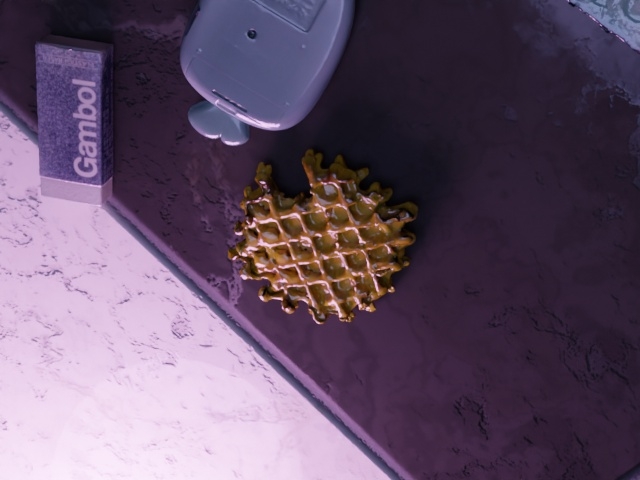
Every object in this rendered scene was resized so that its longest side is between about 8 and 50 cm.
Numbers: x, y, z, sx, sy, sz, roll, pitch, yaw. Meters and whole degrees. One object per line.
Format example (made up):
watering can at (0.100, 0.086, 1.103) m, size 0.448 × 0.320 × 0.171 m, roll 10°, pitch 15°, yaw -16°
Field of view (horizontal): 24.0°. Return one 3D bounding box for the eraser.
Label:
eraser at (-0.312, -0.153, 1.918) m, size 0.092 × 0.046 × 0.212 m, roll 10°, pitch 117°, yaw 12°

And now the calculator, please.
calculator at (-0.070, -0.236, 1.808) m, size 0.185 × 0.041 × 0.299 m, roll 32°, pitch 118°, yaw 0°

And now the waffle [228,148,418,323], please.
waffle at (0.000, 0.000, 1.897) m, size 0.229 × 0.051 × 0.231 m, roll 24°, pitch 120°, yaw 1°

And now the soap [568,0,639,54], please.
soap at (0.305, -0.318, 1.630) m, size 0.230 × 0.091 × 0.145 m, roll 33°, pitch 120°, yaw 1°
